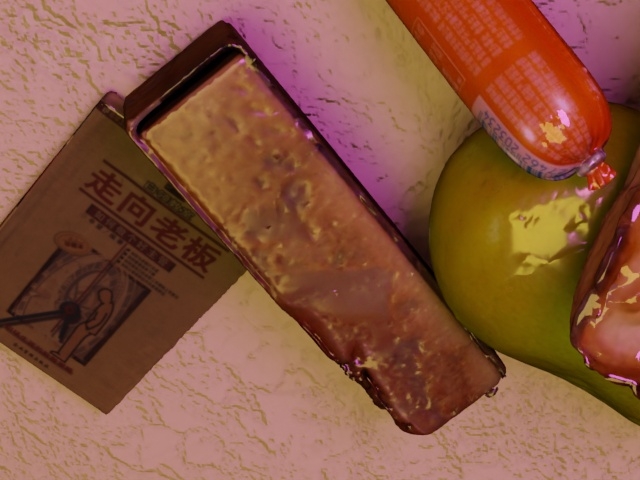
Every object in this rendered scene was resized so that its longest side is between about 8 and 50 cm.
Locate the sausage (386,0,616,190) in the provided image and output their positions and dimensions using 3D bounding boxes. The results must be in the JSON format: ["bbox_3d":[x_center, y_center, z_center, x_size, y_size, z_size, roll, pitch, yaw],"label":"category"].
[{"bbox_3d":[0.096,-0.122,0.865,0.071,0.071,0.234,-43,72,28],"label":"sausage"}]

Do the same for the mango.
[{"bbox_3d":[0.198,0.014,0.957,0.273,0.149,0.185,28,110,-12],"label":"mango"}]

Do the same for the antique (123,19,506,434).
[{"bbox_3d":[0.000,0.000,0.998,0.093,0.087,0.310,-39,110,4],"label":"antique"}]

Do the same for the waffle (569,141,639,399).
[{"bbox_3d":[0.336,-0.025,0.856,0.348,0.077,0.304,17,103,-16],"label":"waffle"}]

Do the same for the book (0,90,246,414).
[{"bbox_3d":[-0.157,0.017,1.085,0.161,0.026,0.231,37,119,-13],"label":"book"}]
